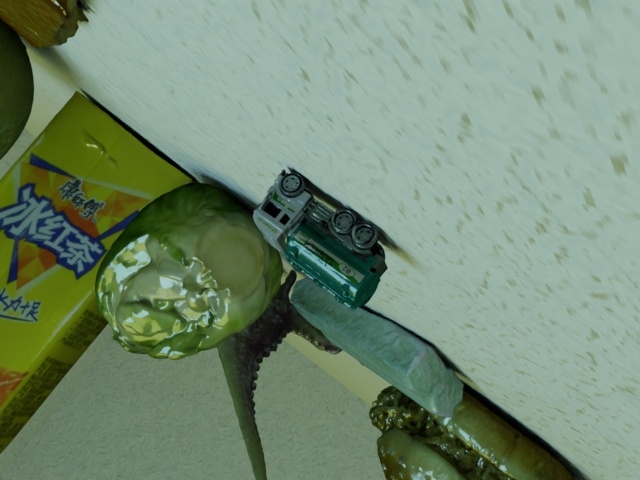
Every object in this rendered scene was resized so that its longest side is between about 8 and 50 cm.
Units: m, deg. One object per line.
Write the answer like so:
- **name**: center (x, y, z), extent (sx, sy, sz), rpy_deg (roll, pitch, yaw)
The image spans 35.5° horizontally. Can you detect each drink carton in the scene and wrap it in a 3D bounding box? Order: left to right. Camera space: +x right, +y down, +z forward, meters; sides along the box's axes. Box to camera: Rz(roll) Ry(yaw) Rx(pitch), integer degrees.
- **drink carton**: center (-0.281, 0.043, 0.972), extent (0.155, 0.351, 0.111), rpy_deg (38, 172, 7)

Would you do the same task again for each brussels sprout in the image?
- **brussels sprout**: center (-0.108, 0.021, 0.858), extent (0.183, 0.145, 0.131), rpy_deg (-18, 103, 36)

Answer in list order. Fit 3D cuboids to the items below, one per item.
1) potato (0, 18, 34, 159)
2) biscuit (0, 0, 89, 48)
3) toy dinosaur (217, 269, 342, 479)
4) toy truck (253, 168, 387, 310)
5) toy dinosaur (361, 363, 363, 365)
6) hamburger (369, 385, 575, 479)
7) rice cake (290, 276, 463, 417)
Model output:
- **potato**: center (-0.411, -0.176, 0.806), extent (0.359, 0.219, 0.270), rpy_deg (43, 179, -16)
- **biscuit**: center (-0.187, -0.159, 0.562), extent (0.126, 0.025, 0.206), rpy_deg (41, 171, -19)
- **toy dinosaur**: center (-0.066, 0.101, 0.965), extent (0.200, 0.072, 0.251), rpy_deg (39, -152, 5)
- **toy truck**: center (0.000, 0.000, 0.557), extent (0.083, 0.044, 0.039), rpy_deg (35, 169, 21)
- **toy dinosaur**: center (0.012, 0.131, 1.348), extent (0.220, 0.032, 0.108), rpy_deg (31, 173, -27)
- **hamburger**: center (0.135, 0.217, 0.923), extent (0.215, 0.122, 0.189), rpy_deg (38, 175, 20)
- **rice cake**: center (0.047, 0.092, 0.897), extent (0.085, 0.040, 0.226), rpy_deg (44, 171, -29)
